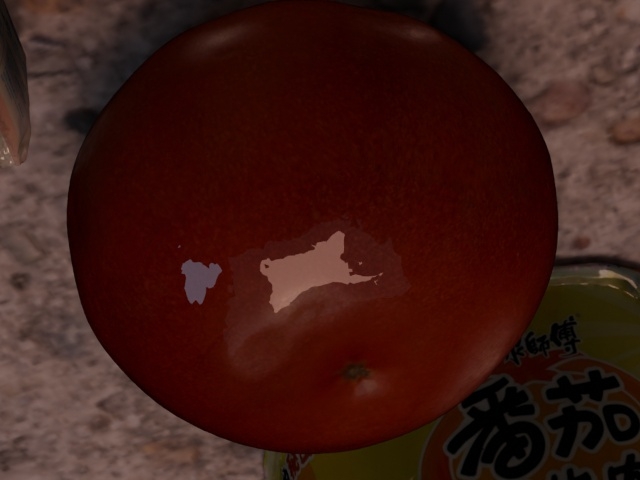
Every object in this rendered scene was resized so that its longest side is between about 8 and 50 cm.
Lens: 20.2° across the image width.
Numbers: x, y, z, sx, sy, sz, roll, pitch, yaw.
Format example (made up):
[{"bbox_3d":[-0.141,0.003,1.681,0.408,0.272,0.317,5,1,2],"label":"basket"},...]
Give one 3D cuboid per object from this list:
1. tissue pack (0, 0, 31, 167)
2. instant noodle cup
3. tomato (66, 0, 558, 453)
[{"bbox_3d":[-0.140,-0.074,0.625,0.059,0.074,0.094,-13,135,3],"label":"tissue pack"},{"bbox_3d":[0.112,0.169,0.858,0.264,0.200,0.264,-7,139,-6],"label":"instant noodle cup"},{"bbox_3d":[0.000,0.000,0.693,0.195,0.136,0.195,-8,137,-7],"label":"tomato"}]
